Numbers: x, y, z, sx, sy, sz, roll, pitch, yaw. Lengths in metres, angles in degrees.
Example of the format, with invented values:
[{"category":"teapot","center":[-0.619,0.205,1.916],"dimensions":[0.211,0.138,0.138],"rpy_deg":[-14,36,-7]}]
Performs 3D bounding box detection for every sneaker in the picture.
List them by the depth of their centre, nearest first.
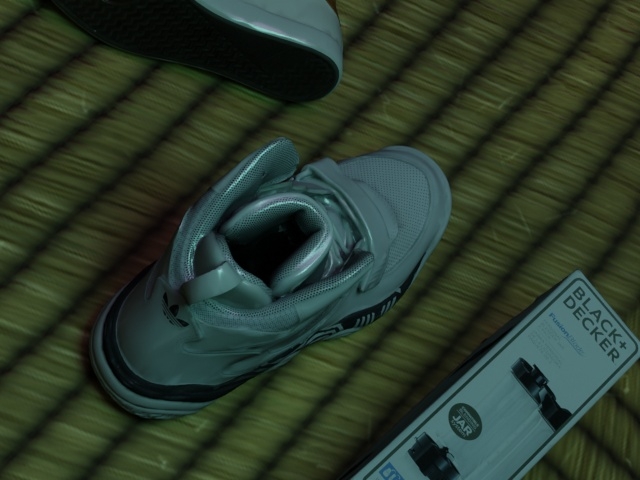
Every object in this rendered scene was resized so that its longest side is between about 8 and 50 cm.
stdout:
[{"category":"sneaker","center":[0.000,0.000,1.459],"dimensions":[0.366,0.210,0.137],"rpy_deg":[-31,82,-35]},{"category":"sneaker","center":[-0.113,-0.219,1.591],"dimensions":[0.290,0.106,0.123],"rpy_deg":[23,48,-23]}]

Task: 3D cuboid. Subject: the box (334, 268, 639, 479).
[{"category":"box","center":[0.108,0.158,1.459],"dimensions":[0.087,0.169,0.290],"rpy_deg":[49,54,3]}]
